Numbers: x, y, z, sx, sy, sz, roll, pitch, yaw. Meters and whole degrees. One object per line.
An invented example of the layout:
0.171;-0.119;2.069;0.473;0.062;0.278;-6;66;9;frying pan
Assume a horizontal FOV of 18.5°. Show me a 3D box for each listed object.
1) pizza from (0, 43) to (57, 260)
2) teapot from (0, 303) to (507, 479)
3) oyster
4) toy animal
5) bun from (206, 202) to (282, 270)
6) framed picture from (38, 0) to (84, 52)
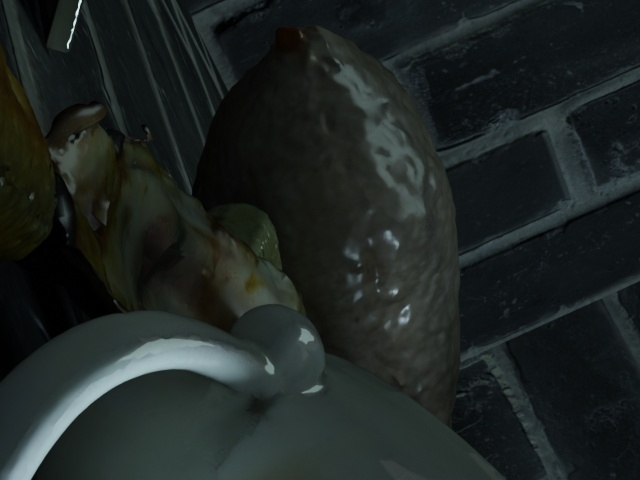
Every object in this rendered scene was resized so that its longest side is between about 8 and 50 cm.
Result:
-0.156;-0.109;0.596;0.292;0.058;0.197;66;0;-49;pizza
-0.013;0.118;0.597;0.204;0.139;0.298;28;-25;45;teapot
-0.056;0.047;0.861;0.221;0.096;0.361;62;2;-2;oyster
-0.001;-0.006;1.395;0.226;0.188;0.358;-125;-156;-52;toy animal
-0.062;0.033;1.242;0.115;0.069;0.115;-6;90;-77;bun
-0.158;-0.275;1.292;0.289;0.016;0.213;-111;-144;-58;framed picture
